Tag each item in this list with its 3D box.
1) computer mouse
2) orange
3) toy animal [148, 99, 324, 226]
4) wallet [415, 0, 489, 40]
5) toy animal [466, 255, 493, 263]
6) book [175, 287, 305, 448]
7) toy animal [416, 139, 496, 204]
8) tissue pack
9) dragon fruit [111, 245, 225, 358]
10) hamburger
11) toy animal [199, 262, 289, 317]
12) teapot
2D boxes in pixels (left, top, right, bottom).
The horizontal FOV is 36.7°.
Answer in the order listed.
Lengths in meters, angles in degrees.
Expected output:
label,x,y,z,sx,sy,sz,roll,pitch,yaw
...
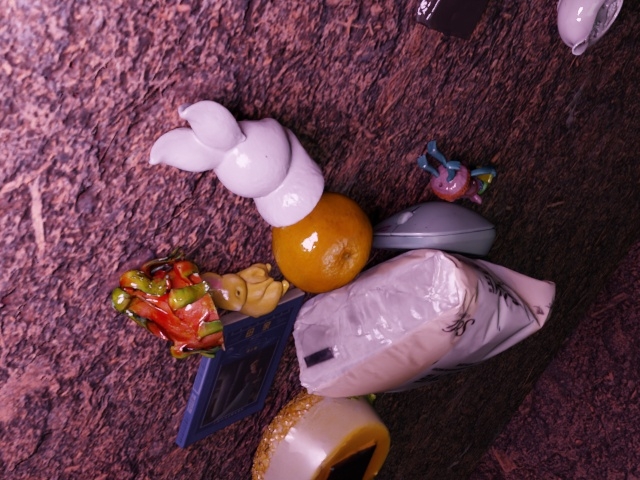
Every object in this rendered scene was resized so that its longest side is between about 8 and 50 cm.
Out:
label,x,y,z,sx,sy,sz,roll,pitch,yaw
computer mouse,0.200,-0.023,1.683,0.288,0.159,0.097,8,86,-54
orange,0.000,0.000,1.418,0.155,0.134,0.154,-15,118,-31
toy animal,-0.105,-0.115,1.165,0.104,0.130,0.221,-29,136,29
wallet,0.242,-0.429,1.350,0.165,0.042,0.309,-6,130,-57
toy animal,0.284,0.128,1.937,0.216,0.191,0.338,-47,153,-9
book,-0.131,0.208,1.570,0.191,0.025,0.269,-19,139,-47
toy animal,0.247,-0.116,1.688,0.103,0.100,0.208,-24,158,23
tissue pack,0.173,0.146,1.663,0.390,0.195,0.376,-31,153,29
dragon fruit,-0.190,0.080,1.238,0.175,0.138,0.142,6,81,-27
hamburger,-0.005,0.395,1.835,0.294,0.179,0.276,-21,138,-40
toy animal,-0.125,0.076,1.377,0.159,0.070,0.083,4,122,-53
teapot,0.477,-0.412,1.686,0.226,0.092,0.145,-44,155,-18
